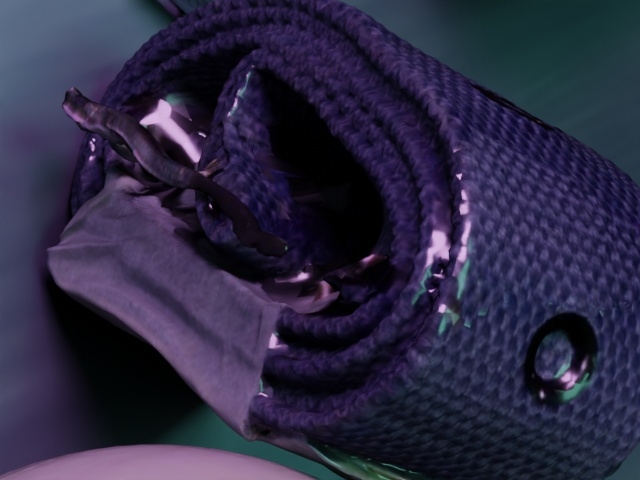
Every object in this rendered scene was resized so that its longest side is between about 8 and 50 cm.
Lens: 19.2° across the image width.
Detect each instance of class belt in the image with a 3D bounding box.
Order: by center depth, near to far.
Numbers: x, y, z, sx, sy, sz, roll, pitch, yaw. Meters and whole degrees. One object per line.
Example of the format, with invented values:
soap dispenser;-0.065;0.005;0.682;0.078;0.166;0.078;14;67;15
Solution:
belt;0.000;0.000;0.604;0.126;0.230;0.139;26;93;-36

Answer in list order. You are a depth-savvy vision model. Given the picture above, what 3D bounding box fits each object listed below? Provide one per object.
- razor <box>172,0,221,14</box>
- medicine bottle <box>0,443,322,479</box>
razor;-0.013;-0.138;0.724;0.068;0.040;0.135;42;65;-30
medicine bottle;-0.078;0.189;0.491;0.406;0.236;0.236;-28;102;-41
